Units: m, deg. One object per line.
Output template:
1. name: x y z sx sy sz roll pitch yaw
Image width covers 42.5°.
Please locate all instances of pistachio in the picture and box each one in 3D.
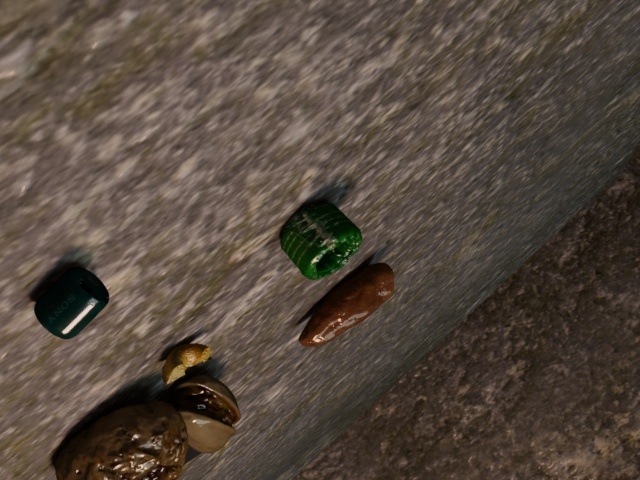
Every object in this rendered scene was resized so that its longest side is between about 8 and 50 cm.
1. pistachio: -0.222 0.321 1.533 0.206 0.131 0.129 67 26 -58

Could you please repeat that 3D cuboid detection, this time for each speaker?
1. speaker: -0.278 0.074 0.952 0.075 0.060 0.094 -44 162 4

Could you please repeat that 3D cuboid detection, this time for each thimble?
1. thimble: 0.000 0.000 1.329 0.118 0.090 0.130 -43 161 0

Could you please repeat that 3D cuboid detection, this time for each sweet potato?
1. sweet potato: 0.058 0.144 1.755 0.252 0.097 0.097 -41 161 -14

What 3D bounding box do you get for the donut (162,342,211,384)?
1. donut: -0.218 0.197 1.347 0.083 0.067 0.038 -3 128 -13

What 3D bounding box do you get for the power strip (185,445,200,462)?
1. power strip: -0.315 0.420 1.618 0.257 0.070 0.105 -22 154 -45

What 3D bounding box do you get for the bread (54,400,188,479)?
1. bread: -0.321 0.366 1.366 0.230 0.123 0.230 -27 157 -12
